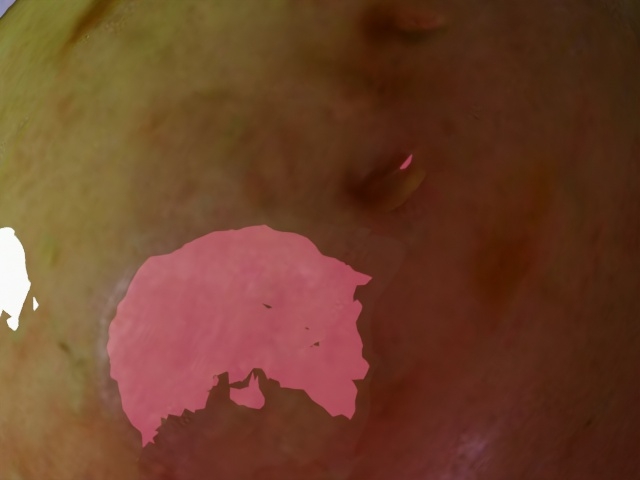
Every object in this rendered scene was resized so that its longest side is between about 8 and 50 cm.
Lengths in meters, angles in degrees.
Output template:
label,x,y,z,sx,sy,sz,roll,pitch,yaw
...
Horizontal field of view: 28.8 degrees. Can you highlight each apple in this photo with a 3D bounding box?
label,x,y,z,sx,sy,sz,roll,pitch,yaw
apple,0.000,0.000,0.512,0.338,0.338,0.305,27,90,4
